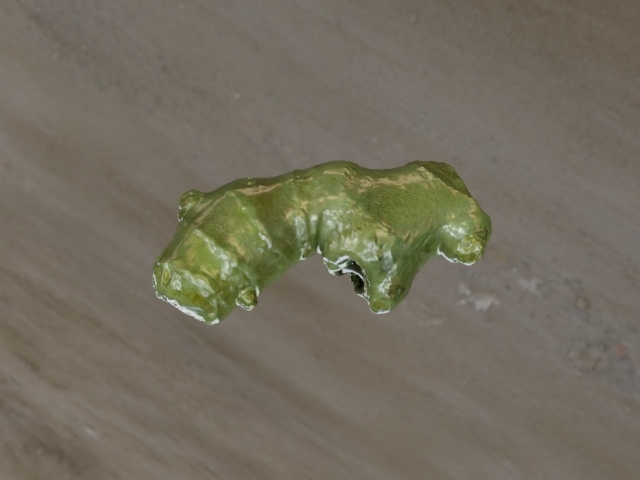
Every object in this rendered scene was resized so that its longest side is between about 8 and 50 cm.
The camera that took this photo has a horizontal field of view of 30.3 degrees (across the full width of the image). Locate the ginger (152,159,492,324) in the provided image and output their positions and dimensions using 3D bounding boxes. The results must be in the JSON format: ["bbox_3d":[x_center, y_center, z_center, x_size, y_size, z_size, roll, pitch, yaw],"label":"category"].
[{"bbox_3d":[0.005,-0.002,0.973,0.290,0.137,0.089,-2,164,-16],"label":"ginger"}]
